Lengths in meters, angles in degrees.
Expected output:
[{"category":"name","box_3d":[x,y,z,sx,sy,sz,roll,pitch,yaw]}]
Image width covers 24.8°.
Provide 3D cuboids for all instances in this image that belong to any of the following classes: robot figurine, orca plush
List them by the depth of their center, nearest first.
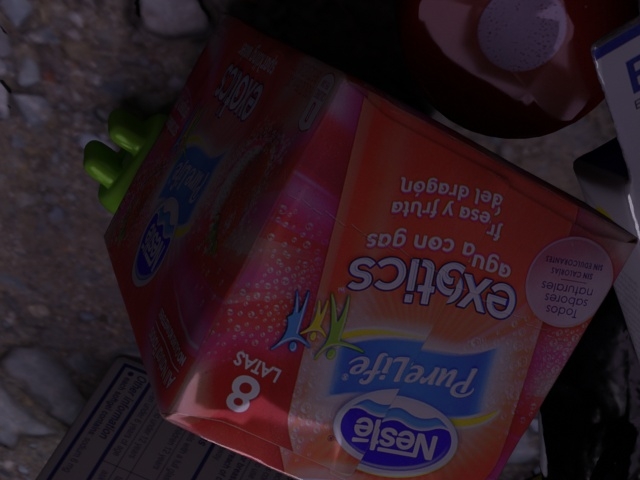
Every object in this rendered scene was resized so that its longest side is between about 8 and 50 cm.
[{"category":"robot figurine","box_3d":[-0.084,-0.029,0.860,0.115,0.067,0.101,36,99,-20]},{"category":"orca plush","box_3d":[0.159,0.137,0.895,0.151,0.102,0.287,30,123,10]}]

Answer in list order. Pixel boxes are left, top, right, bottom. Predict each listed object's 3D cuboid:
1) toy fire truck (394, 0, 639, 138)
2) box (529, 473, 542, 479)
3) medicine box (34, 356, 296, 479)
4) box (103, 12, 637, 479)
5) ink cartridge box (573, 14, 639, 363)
[{"category":"toy fire truck","box_3d":[0.066,-0.207,0.622,0.302,0.169,0.254,26,112,-12]},{"category":"box","box_3d":[0.204,0.192,1.011,0.087,0.058,0.232,39,127,-22]},{"category":"medicine box","box_3d":[-0.070,0.259,0.952,0.289,0.263,0.149,22,135,8]},{"category":"box","box_3d":[0.000,0.000,0.692,0.142,0.300,0.154,27,97,-17]},{"category":"ink cartridge box","box_3d":[0.270,-0.048,0.675,0.304,0.072,0.307,-30,124,-8]}]
